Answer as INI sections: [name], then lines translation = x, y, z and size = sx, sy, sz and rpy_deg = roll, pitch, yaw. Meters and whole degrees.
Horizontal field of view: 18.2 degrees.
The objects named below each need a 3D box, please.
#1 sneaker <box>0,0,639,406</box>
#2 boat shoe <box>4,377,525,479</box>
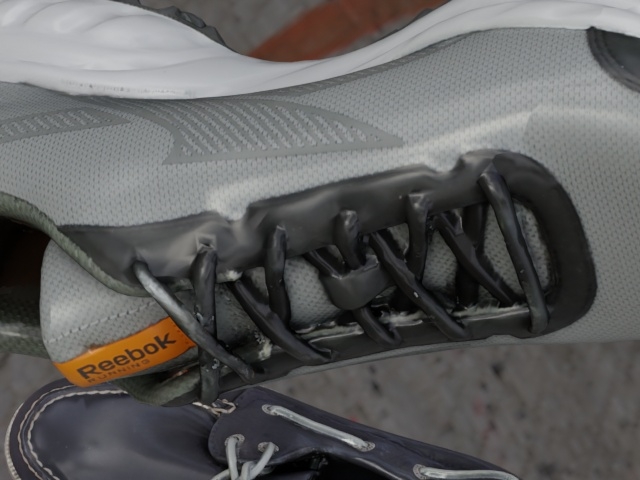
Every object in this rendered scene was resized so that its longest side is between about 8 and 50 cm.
[sneaker]
translation = 0.000, 0.000, 0.497
size = 0.108, 0.272, 0.100
rpy_deg = -62, 142, -41
[boat shoe]
translation = -0.012, 0.083, 0.694
size = 0.206, 0.065, 0.075
rpy_deg = 15, 70, 5
